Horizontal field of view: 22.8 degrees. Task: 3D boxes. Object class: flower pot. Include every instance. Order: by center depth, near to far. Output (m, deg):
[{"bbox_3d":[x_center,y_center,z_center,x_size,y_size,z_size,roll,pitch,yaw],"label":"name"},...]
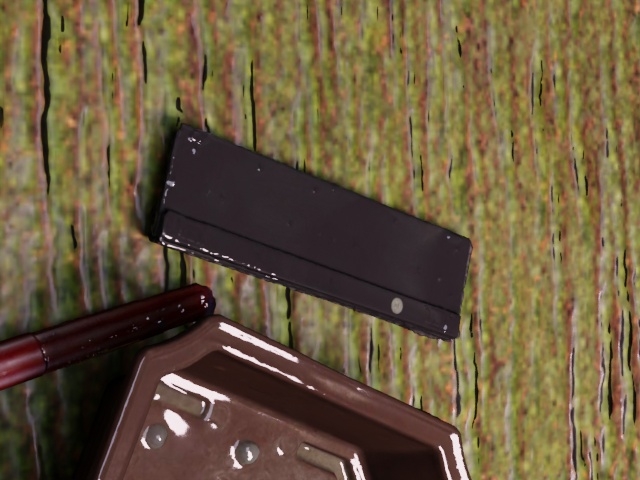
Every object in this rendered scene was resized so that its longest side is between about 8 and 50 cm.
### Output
[{"bbox_3d":[-0.039,0.153,0.883,0.251,0.084,0.178,28,75,-34],"label":"flower pot"}]

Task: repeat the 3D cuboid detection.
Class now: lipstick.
[{"bbox_3d":[-0.131,0.054,0.850,0.176,0.027,0.027,-18,101,-35],"label":"lipstick"}]

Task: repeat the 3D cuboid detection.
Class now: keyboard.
[{"bbox_3d":[0.000,0.000,0.945,0.231,0.023,0.072,20,73,-35],"label":"keyboard"}]
